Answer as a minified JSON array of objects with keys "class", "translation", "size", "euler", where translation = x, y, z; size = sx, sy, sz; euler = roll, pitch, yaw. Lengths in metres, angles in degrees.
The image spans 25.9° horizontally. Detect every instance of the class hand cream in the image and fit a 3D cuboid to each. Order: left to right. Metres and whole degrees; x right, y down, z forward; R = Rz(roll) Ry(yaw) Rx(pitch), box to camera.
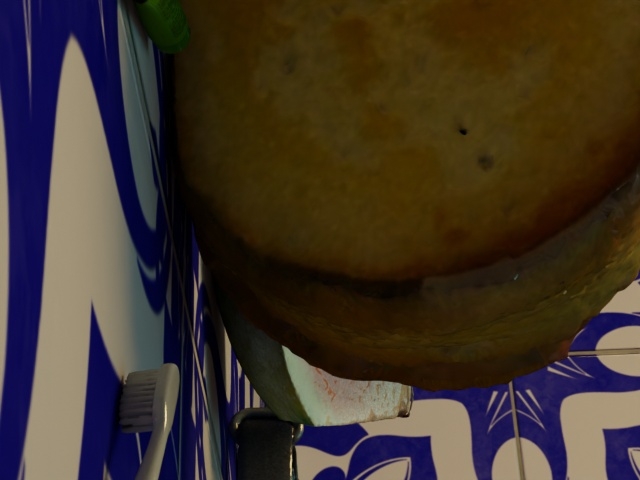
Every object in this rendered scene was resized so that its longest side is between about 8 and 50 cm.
[{"class":"hand cream","translation":[-0.085,-0.124,0.723],"size":[0.122,0.023,0.036],"euler":[84,4,-81]}]

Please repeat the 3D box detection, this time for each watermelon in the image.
[{"class":"watermelon","translation":[0.000,0.000,1.184],"size":[0.224,0.180,0.305],"euler":[177,-84,-80]}]

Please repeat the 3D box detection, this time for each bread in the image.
[{"class":"bread","translation":[0.073,-0.099,0.914],"size":[0.215,0.398,0.398],"euler":[38,48,-75]}]

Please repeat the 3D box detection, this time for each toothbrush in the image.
[{"class":"toothbrush","translation":[-0.079,0.129,0.522],"size":[0.276,0.025,0.019],"euler":[-88,171,-60]}]

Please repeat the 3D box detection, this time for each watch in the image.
[{"class":"watch","translation":[-0.049,0.255,1.292],"size":[0.193,0.068,0.206],"euler":[-118,-152,-88]}]
